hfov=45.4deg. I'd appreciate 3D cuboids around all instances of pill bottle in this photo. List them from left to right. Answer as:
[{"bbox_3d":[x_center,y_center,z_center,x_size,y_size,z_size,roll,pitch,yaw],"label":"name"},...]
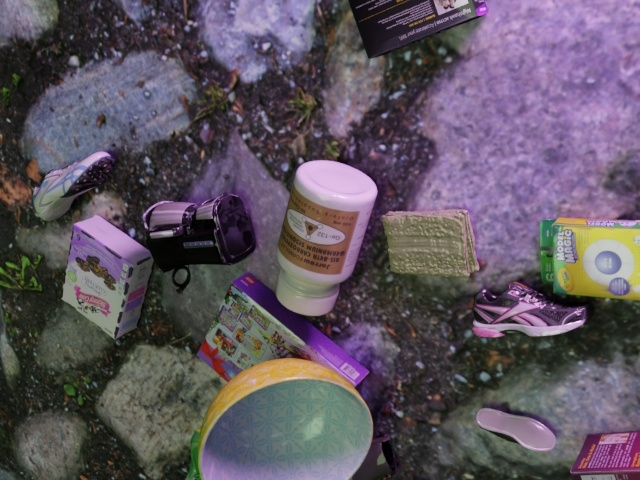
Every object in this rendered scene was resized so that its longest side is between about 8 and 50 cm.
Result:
[{"bbox_3d":[0.000,0.000,1.225,0.131,0.131,0.229,28,121,21],"label":"pill bottle"}]

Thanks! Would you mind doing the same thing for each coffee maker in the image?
[{"bbox_3d":[-0.209,0.002,1.383,0.178,0.120,0.171,-2,130,34],"label":"coffee maker"}]

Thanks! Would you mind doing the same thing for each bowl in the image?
[{"bbox_3d":[-0.072,0.297,1.278,0.156,0.289,0.290,-121,36,-56],"label":"bowl"}]

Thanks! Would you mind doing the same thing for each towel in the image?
[{"bbox_3d":[0.169,0.004,1.184,0.148,0.027,0.110,-1,109,31],"label":"towel"}]

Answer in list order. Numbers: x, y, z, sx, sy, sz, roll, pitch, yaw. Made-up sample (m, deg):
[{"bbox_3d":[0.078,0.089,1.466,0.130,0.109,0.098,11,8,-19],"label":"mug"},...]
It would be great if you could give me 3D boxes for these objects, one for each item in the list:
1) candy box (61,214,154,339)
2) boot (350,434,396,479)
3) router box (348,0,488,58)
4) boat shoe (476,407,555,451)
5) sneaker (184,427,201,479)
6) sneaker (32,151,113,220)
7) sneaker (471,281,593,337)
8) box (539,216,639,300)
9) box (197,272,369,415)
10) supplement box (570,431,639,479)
[{"bbox_3d":[-0.438,0.076,1.569,0.164,0.070,0.196,31,122,19],"label":"candy box"},{"bbox_3d":[0.090,0.448,1.382,0.137,0.077,0.198,-16,101,30],"label":"boot"},{"bbox_3d":[0.126,-0.346,1.063,0.178,0.046,0.133,-13,102,35],"label":"router box"},{"bbox_3d":[0.307,0.299,1.205,0.125,0.038,0.046,13,73,22],"label":"boat shoe"},{"bbox_3d":[-0.240,0.526,1.586,0.109,0.123,0.296,16,116,27],"label":"sneaker"},{"bbox_3d":[-0.504,-0.121,1.529,0.237,0.085,0.086,-30,84,33],"label":"sneaker"},{"bbox_3d":[0.300,0.098,1.114,0.178,0.072,0.077,-8,93,28],"label":"sneaker"},{"bbox_3d":[0.387,0.024,1.045,0.179,0.043,0.105,4,110,33],"label":"box"},{"bbox_3d":[-0.076,0.225,1.406,0.293,0.057,0.201,38,123,14],"label":"box"},{"bbox_3d":[0.464,0.327,1.075,0.188,0.104,0.081,-15,100,36],"label":"supplement box"}]
